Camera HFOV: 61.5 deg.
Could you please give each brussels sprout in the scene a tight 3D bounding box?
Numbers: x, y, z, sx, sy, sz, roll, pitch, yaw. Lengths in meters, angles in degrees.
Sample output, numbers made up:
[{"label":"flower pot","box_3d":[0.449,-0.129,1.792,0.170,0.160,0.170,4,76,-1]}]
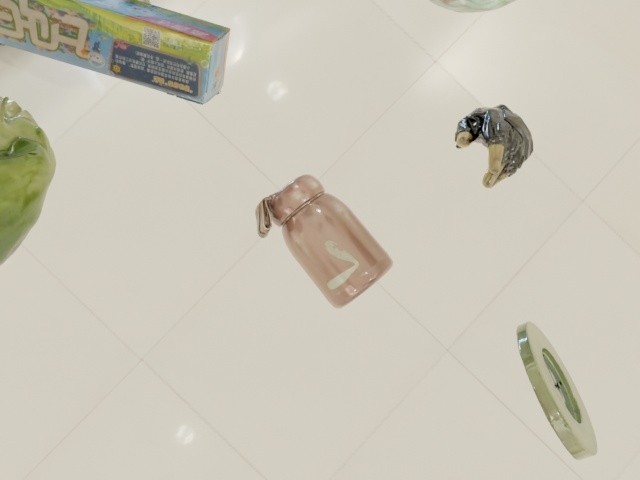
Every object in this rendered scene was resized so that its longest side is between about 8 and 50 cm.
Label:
[{"label":"brussels sprout","box_3d":[-0.633,-0.085,0.876,0.276,0.314,0.371,24,44,27]}]

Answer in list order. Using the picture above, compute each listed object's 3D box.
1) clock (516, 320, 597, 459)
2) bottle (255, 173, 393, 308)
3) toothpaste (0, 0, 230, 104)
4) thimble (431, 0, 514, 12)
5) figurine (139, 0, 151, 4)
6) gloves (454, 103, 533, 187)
[{"label":"clock","box_3d":[0.397,0.250,0.914,0.029,0.235,0.234,-31,88,25]},{"label":"bottle","box_3d":[0.000,0.000,1.202,0.206,0.173,0.296,-36,87,-30]},{"label":"toothpaste","box_3d":[-0.166,-0.167,0.402,0.194,0.044,0.070,17,126,0]},{"label":"thimble","box_3d":[0.207,-0.419,0.728,0.186,0.149,0.210,-13,112,12]},{"label":"figurine","box_3d":[-0.353,-0.487,0.837,0.378,0.361,0.266,-21,95,2]},{"label":"gloves","box_3d":[0.320,-0.173,0.982,0.165,0.203,0.124,20,121,-7]}]
